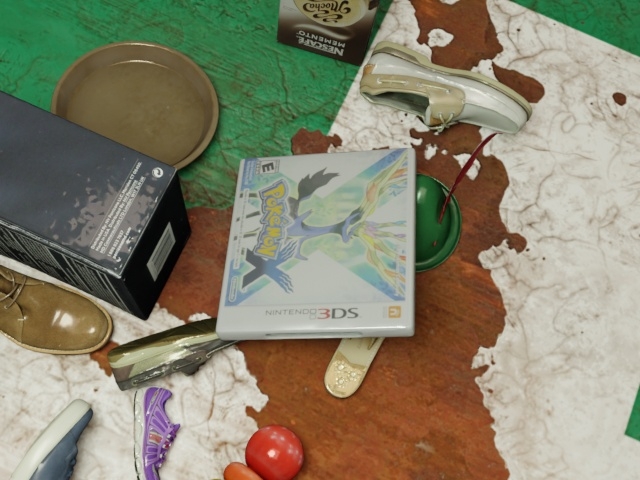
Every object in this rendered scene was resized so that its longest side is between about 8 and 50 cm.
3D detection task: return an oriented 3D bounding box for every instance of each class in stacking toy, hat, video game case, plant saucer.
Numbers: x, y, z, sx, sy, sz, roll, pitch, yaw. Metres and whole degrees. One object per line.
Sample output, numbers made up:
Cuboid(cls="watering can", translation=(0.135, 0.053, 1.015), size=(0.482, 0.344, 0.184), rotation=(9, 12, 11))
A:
Cuboid(cls="stacking toy", translation=(-0.145, 0.405, 1.190), size=(0.141, 0.141, 0.330), rotation=(39, 70, 7))
Cuboid(cls="hat", translation=(0.169, -0.071, 1.337), size=(0.173, 0.183, 0.209), rotation=(16, 72, 0))
Cuboid(cls="video game case", translation=(0.000, 0.000, 1.297), size=(0.299, 0.036, 0.329), rotation=(-3, 58, 12))
Cuboid(cls="plant saucer", translation=(-0.312, -0.217, 1.397), size=(0.277, 0.041, 0.278), rotation=(3, 64, -7))

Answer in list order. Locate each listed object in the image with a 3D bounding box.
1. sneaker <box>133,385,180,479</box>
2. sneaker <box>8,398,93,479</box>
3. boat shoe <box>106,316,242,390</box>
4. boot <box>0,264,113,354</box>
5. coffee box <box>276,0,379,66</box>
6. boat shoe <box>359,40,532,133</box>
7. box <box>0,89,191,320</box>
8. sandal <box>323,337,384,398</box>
Cuboid(cls="sneaker", translation=(-0.247, 0.303, 1.243), size=(0.071, 0.068, 0.170), rotation=(0, 72, -11))
Cuboid(cls="sneaker", translation=(-0.397, 0.405, 1.176), size=(0.148, 0.131, 0.350), rotation=(31, 72, -9))
Cuboid(cls="boat shoe", translation=(-0.217, 0.177, 1.285), size=(0.223, 0.080, 0.073), rotation=(-13, 103, -22))
Cuboid(cls="boot", translation=(-0.470, 0.092, 1.263), size=(0.305, 0.115, 0.112), rotation=(21, 70, 0))
Cuboid(cls="coffee box", translation=(0.026, -0.440, 1.381), size=(0.168, 0.297, 0.119), rotation=(15, 68, 0))
Cuboid(cls="boat shoe", translation=(0.213, -0.243, 1.442), size=(0.302, 0.113, 0.103), rotation=(23, 73, 13))
Cuboid(cls="box", translation=(-0.367, -0.044, 1.219), size=(0.294, 0.296, 0.183), rotation=(23, 72, 2))
Cuboid(cls="sandal", translation=(0.072, 0.136, 1.318), size=(0.088, 0.079, 0.240), rotation=(21, 72, 1))
